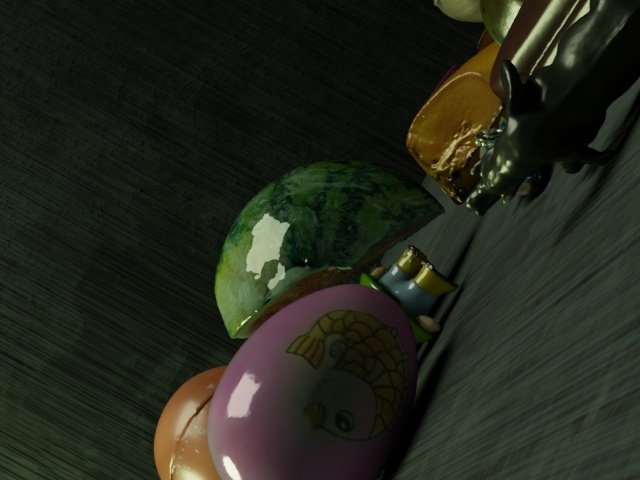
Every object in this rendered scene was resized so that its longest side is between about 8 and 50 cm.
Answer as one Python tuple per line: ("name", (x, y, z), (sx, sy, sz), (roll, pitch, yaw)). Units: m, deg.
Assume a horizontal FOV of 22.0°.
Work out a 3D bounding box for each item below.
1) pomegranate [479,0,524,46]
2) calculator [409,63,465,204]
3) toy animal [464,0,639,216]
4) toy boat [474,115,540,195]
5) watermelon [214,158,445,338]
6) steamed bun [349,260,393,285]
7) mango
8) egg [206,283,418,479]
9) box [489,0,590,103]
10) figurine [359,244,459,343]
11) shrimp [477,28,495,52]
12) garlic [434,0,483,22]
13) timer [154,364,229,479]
("pomegranate", (0.237, -0.306, 1.908), (0.181, 0.224, 0.181), (21, -90, -87))
("calculator", (0.189, -0.145, 2.308), (0.126, 0.034, 0.190), (-55, -40, -17))
("toy animal", (0.200, -0.124, 1.357), (0.245, 0.114, 0.146), (-61, 0, -3))
("toy boat", (0.206, -0.078, 1.736), (0.210, 0.066, 0.084), (-113, 17, -78))
("watermelon", (0.000, 0.000, 2.113), (0.305, 0.180, 0.224), (-33, 39, 17))
("steamed bun", (0.038, 0.143, 2.129), (0.292, 0.137, 0.295), (-62, 2, 36))
("mango", (0.219, -0.179, 2.172), (0.252, 0.126, 0.154), (-52, -17, 10))
("egg", (-0.005, 0.159, 1.677), (0.196, 0.196, 0.271), (119, 173, -49))
("box", (0.288, -0.281, 1.569), (0.263, 0.108, 0.404), (-62, 1, -32))
("figurine", (0.045, 0.124, 1.909), (0.263, 0.162, 0.143), (-51, -40, 7))
("shrimp", (0.272, -0.269, 2.238), (0.051, 0.132, 0.187), (-102, 17, -44))
("garlic", (0.250, -0.417, 2.060), (0.322, 0.322, 0.241), (-61, -5, 14))
("timer", (-0.107, 0.288, 2.262), (0.229, 0.215, 0.229), (-34, -42, -38))
